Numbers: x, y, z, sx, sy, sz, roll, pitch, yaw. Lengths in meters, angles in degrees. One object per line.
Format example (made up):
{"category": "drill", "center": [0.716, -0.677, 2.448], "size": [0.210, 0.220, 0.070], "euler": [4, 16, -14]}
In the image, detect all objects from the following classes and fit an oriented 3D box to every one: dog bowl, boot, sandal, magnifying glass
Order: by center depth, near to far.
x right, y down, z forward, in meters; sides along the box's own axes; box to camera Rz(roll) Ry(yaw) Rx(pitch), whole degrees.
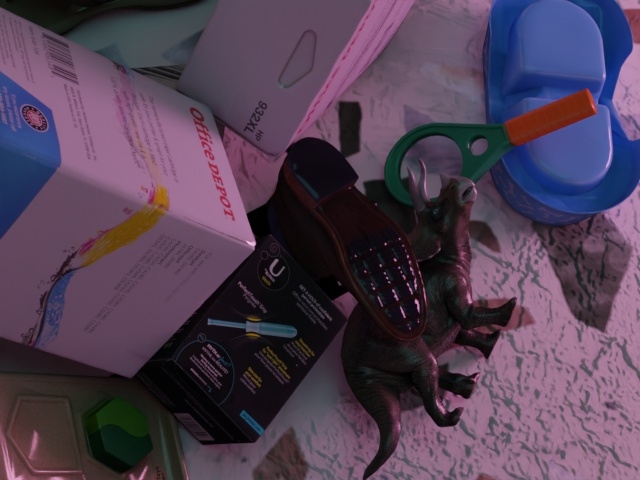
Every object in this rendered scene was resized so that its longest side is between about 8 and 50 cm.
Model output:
{"category": "boot", "center": [0.023, 0.014, 1.549], "size": [0.082, 0.106, 0.219], "euler": [-21, 75, -30]}
{"category": "magnifying glass", "center": [0.173, -0.100, 1.656], "size": [0.231, 0.026, 0.092], "euler": [-23, 65, 18]}
{"category": "sandal", "center": [-0.241, -0.288, 1.669], "size": [0.302, 0.086, 0.120], "euler": [-18, 77, -23]}
{"category": "dog bowl", "center": [0.255, -0.150, 1.744], "size": [0.166, 0.074, 0.297], "euler": [5, 65, -12]}

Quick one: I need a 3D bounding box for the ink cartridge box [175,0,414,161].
{"category": "ink cartridge box", "center": [0.011, -0.251, 1.580], "size": [0.129, 0.223, 0.307], "euler": [34, 35, 3]}

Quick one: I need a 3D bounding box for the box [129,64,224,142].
{"category": "box", "center": [-0.238, -0.097, 1.565], "size": [0.275, 0.113, 0.094], "euler": [-5, 45, -18]}

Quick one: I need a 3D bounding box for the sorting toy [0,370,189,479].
{"category": "sorting toy", "center": [-0.219, 0.173, 1.451], "size": [0.229, 0.041, 0.307], "euler": [6, 62, -44]}

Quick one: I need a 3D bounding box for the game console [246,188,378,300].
{"category": "game console", "center": [0.000, 0.000, 1.648], "size": [0.122, 0.071, 0.107], "euler": [-29, 106, -23]}

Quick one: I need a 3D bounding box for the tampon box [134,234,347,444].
{"category": "tampon box", "center": [-0.079, 0.095, 1.515], "size": [0.120, 0.101, 0.161], "euler": [48, 61, -19]}

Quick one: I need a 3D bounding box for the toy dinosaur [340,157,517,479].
{"category": "toy dinosaur", "center": [0.091, 0.093, 1.587], "size": [0.160, 0.121, 0.313], "euler": [28, 75, 6]}

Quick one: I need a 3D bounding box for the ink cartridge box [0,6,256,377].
{"category": "ink cartridge box", "center": [-0.234, -0.040, 1.407], "size": [0.270, 0.197, 0.198], "euler": [23, 32, -37]}
